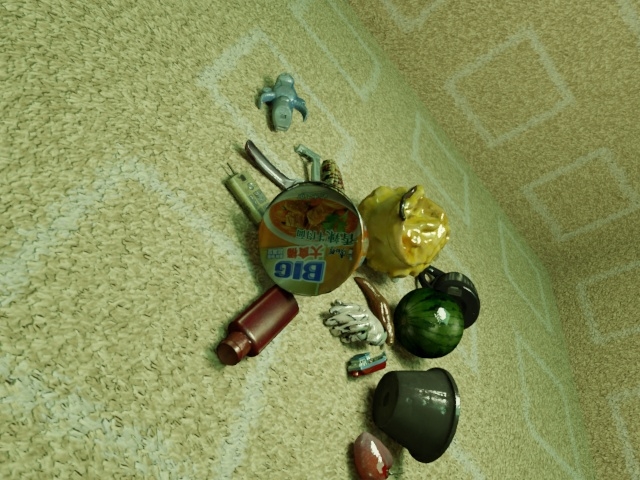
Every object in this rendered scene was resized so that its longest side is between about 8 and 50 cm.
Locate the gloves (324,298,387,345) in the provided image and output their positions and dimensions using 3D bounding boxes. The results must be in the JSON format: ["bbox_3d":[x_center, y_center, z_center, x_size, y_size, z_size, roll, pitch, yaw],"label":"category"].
[{"bbox_3d":[0.109,0.243,1.386,0.212,0.110,0.128,39,43,-41],"label":"gloves"}]

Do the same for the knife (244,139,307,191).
[{"bbox_3d":[-0.139,-0.203,1.440,0.278,0.053,0.124,38,44,-28],"label":"knife"}]

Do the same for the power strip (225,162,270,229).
[{"bbox_3d":[-0.188,-0.110,1.320,0.268,0.034,0.092,55,34,-8],"label":"power strip"}]

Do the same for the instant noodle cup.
[{"bbox_3d":[0.000,0.000,1.259,0.297,0.296,0.214,66,14,9],"label":"instant noodle cup"}]

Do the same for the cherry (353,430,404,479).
[{"bbox_3d":[0.135,0.565,1.193,0.106,0.087,0.126,14,36,-46],"label":"cherry"}]

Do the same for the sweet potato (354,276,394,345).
[{"bbox_3d":[0.194,0.229,1.550,0.078,0.058,0.256,-11,69,-34],"label":"sweet potato"}]

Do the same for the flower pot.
[{"bbox_3d":[0.251,0.472,1.310,0.166,0.269,0.269,21,46,-16],"label":"flower pot"}]

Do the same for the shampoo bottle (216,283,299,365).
[{"bbox_3d":[-0.147,0.202,1.111,0.102,0.064,0.260,55,34,-4],"label":"shampoo bottle"}]

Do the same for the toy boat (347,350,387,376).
[{"bbox_3d":[0.146,0.361,1.374,0.172,0.069,0.059,1,73,-47],"label":"toy boat"}]

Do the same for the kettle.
[{"bbox_3d":[0.532,0.222,1.916,0.271,0.250,0.208,-43,131,-64],"label":"kettle"}]

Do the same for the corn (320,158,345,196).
[{"bbox_3d":[0.044,-0.181,1.636,0.086,0.086,0.254,26,44,-40],"label":"corn"}]

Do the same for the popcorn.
[{"bbox_3d":[0.275,-0.049,1.600,0.382,0.348,0.350,77,-4,-72],"label":"popcorn"}]

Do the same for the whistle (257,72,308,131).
[{"bbox_3d":[-0.132,-0.490,1.630,0.180,0.093,0.269,11,54,-20],"label":"whistle"}]

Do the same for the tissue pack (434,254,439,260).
[{"bbox_3d":[0.418,-0.056,2.000,0.256,0.122,0.215,42,39,-23],"label":"tissue pack"}]

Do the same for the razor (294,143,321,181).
[{"bbox_3d":[-0.021,-0.206,1.593,0.111,0.056,0.278,25,47,-43],"label":"razor"}]

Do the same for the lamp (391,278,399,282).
[{"bbox_3d":[0.305,0.064,1.781,0.050,0.056,0.199,23,67,-40],"label":"lamp"}]

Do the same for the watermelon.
[{"bbox_3d":[0.369,0.281,1.578,0.242,0.242,0.243,32,42,-35],"label":"watermelon"}]
